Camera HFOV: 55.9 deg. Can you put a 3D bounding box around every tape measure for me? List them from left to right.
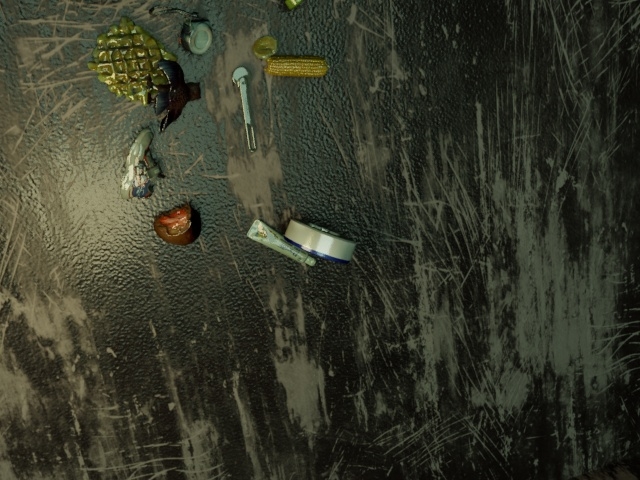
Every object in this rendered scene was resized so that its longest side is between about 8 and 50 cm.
[{"bbox_3d":[-0.412,-0.626,1.786,0.179,0.104,0.107,24,123,12],"label":"tape measure"}]

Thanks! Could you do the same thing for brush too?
[{"bbox_3d":[-0.233,-0.409,1.898,0.062,0.027,0.266,-11,110,-13],"label":"brush"}]

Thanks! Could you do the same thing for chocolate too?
[{"bbox_3d":[-0.448,-0.048,1.875,0.132,0.124,0.128,6,108,14],"label":"chocolate"}]

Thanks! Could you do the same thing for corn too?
[{"bbox_3d":[-0.073,-0.546,1.885,0.207,0.068,0.068,-1,104,-12],"label":"corn"}]

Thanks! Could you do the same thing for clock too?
[{"bbox_3d":[0.000,0.000,1.954,0.230,0.230,0.083,21,93,-20],"label":"clock"}]

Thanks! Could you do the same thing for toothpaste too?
[{"bbox_3d":[-0.125,0.017,2.027,0.255,0.037,0.067,31,93,-17],"label":"toothpaste"}]

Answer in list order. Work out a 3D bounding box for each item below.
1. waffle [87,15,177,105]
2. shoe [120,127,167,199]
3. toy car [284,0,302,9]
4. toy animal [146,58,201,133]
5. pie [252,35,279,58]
[{"bbox_3d":[-0.552,-0.518,1.759,0.223,0.054,0.204,36,92,-23],"label":"waffle"},{"bbox_3d":[-0.522,-0.219,1.814,0.125,0.099,0.228,17,103,-11],"label":"shoe"},{"bbox_3d":[-0.033,-0.813,1.762,0.235,0.235,0.145,-41,111,-3],"label":"toy car"},{"bbox_3d":[-0.421,-0.422,1.772,0.179,0.116,0.219,-15,127,-33],"label":"toy animal"},{"bbox_3d":[-0.167,-0.594,1.852,0.084,0.020,0.085,-4,69,11],"label":"pie"}]
